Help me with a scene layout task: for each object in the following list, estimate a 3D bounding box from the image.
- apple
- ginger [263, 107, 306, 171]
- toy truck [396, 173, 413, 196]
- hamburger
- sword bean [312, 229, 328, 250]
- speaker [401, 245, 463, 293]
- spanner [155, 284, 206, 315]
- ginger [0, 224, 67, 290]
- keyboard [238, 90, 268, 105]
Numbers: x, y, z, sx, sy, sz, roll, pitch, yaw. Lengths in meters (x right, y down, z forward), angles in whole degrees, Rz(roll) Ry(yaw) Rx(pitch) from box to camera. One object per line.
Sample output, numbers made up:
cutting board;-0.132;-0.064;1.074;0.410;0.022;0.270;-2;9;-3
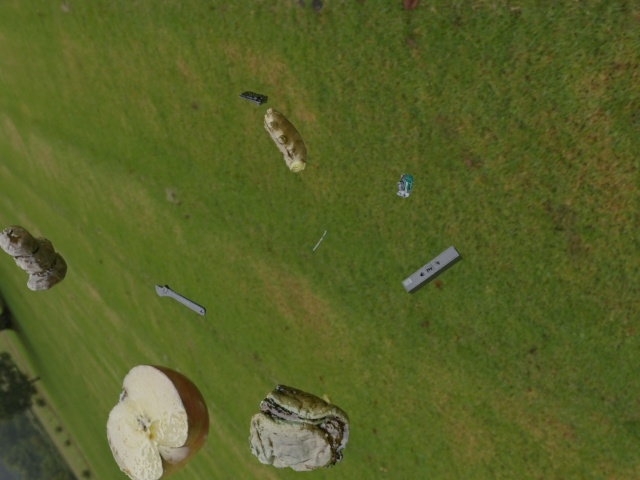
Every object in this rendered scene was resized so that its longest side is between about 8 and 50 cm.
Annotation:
apple;-0.402;0.461;1.490;0.251;0.163;0.293;44;107;24
ginger;-0.102;-0.297;1.621;0.206;0.081;0.115;58;165;9
toy truck;0.257;-0.165;1.733;0.044;0.039;0.083;21;153;15
hamburger;-0.041;0.379;1.179;0.205;0.130;0.183;7;130;7
sword bean;0.000;0.000;1.855;0.012;0.012;0.083;42;108;24
speaker;0.336;0.090;1.726;0.191;0.046;0.040;-38;60;16
spanner;-0.437;0.184;1.785;0.208;0.012;0.046;23;116;23
ginger;-0.654;0.038;1.311;0.080;0.104;0.204;24;149;21
keyboard;-0.196;-0.426;1.700;0.072;0.231;0.023;19;105;-6
